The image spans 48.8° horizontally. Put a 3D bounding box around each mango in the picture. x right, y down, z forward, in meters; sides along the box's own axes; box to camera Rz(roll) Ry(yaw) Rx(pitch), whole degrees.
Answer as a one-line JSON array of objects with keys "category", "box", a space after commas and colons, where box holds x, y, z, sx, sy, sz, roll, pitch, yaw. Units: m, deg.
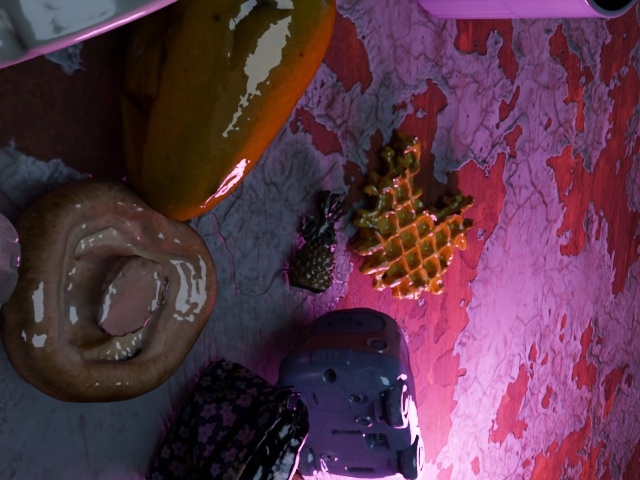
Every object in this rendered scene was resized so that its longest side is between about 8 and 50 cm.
[{"category": "mango", "box": [-0.112, -0.196, 0.800, 0.182, 0.253, 0.364, 18, 85, -40]}]

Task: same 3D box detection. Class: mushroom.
[{"category": "mushroom", "box": [-0.243, 0.057, 0.826, 0.278, 0.146, 0.278, -1, 92, -46]}]

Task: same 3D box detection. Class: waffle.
[{"category": "waffle", "box": [0.168, -0.021, 1.243, 0.293, 0.069, 0.259, 32, 77, -42]}]

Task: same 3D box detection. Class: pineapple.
[{"category": "pineapple", "box": [0.000, 0.000, 1.095, 0.074, 0.074, 0.159, 24, 76, -44]}]

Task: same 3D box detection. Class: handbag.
[{"category": "handbag", "box": [-0.118, 0.282, 0.956, 0.127, 0.208, 0.228, 38, 77, -37]}]

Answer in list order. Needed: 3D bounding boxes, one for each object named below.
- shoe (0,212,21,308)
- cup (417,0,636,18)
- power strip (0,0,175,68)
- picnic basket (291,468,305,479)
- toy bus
[{"category": "shoe", "box": [-0.394, 0.046, 0.698, 0.227, 0.125, 0.099, -52, 146, 4]}, {"category": "cup", "box": [0.286, -0.461, 1.066, 0.331, 0.311, 0.256, -20, 113, -38]}, {"category": "power strip", "box": [-0.269, -0.258, 0.597, 0.357, 0.357, 0.161, -36, 123, -31]}, {"category": "picnic basket", "box": [-0.066, 0.392, 1.063, 0.079, 0.164, 0.115, -49, 131, -2]}, {"category": "toy bus", "box": [0.060, 0.231, 1.118, 0.231, 0.197, 0.294, -72, 152, -48]}]
